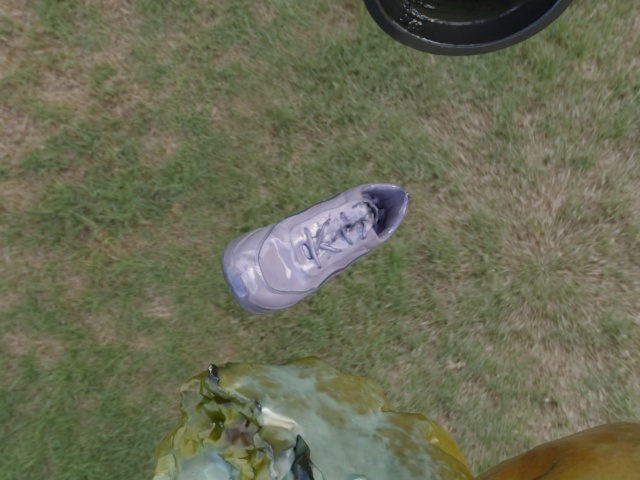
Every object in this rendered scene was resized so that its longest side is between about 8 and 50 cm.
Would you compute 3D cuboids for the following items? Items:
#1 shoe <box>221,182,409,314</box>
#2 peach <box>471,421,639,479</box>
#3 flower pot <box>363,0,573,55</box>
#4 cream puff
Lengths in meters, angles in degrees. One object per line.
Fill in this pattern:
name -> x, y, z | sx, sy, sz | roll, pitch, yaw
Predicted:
shoe -> 0.000, 0.000, 0.907 | 0.138, 0.245, 0.095 | -28, 92, 38
peach -> 0.120, 0.187, 0.372 | 0.236, 0.214, 0.214 | 9, 90, 19
flower pot -> 0.153, -0.330, 0.873 | 0.235, 0.235, 0.148 | -11, 56, 14
cream puff -> -0.008, 0.259, 0.604 | 0.275, 0.323, 0.269 | 15, 118, -24
